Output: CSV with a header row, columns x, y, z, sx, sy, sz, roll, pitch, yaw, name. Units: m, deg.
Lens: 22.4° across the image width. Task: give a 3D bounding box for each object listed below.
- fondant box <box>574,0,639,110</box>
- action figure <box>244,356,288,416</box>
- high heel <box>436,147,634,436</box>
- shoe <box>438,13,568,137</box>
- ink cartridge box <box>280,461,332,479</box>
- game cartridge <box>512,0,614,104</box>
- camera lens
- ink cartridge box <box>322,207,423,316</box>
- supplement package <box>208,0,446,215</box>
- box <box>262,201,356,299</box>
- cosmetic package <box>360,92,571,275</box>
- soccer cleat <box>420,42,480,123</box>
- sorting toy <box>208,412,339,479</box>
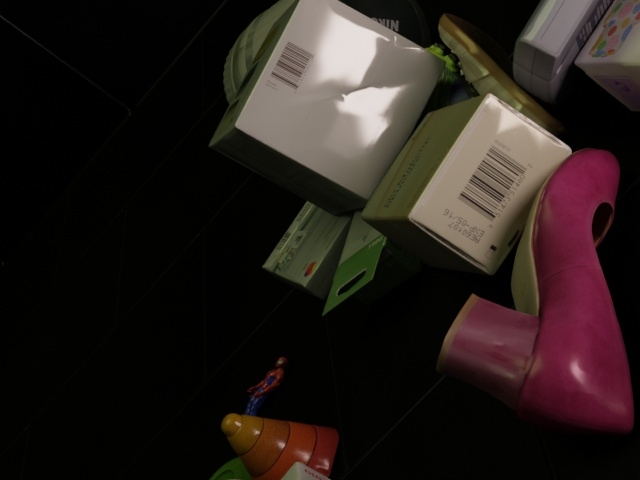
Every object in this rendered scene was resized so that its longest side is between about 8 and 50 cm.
x,y,z,sx,sy,sz,roll,pitch,yaw,name
0.430,-0.286,1.636,0.330,0.096,0.238,-55,20,-7,fondant box
-0.078,0.199,2.082,0.115,0.030,0.038,-53,15,-3,action figure
0.262,0.048,1.538,0.377,0.181,0.127,-52,-22,-41,high heel
0.199,-0.184,1.886,0.058,0.076,0.219,-51,58,22,shoe
0.001,0.294,1.657,0.052,0.088,0.122,-51,19,16,ink cartridge box
0.280,-0.244,1.748,0.196,0.060,0.294,-62,-12,2,game cartridge
0.010,-0.265,2.359,0.274,0.219,0.219,-27,33,52,camera lens
0.079,0.008,1.984,0.109,0.062,0.209,-36,26,44,ink cartridge box
0.001,-0.168,2.046,0.199,0.198,0.263,-63,8,-7,supplement package
0.000,0.000,2.215,0.145,0.038,0.186,-56,19,-6,box
0.151,-0.058,1.768,0.160,0.113,0.309,-57,8,-4,cosmetic package
0.157,-0.170,2.061,0.121,0.093,0.289,-51,21,9,soccer cleat
-0.135,0.281,1.930,0.365,0.126,0.127,-31,30,45,sorting toy
